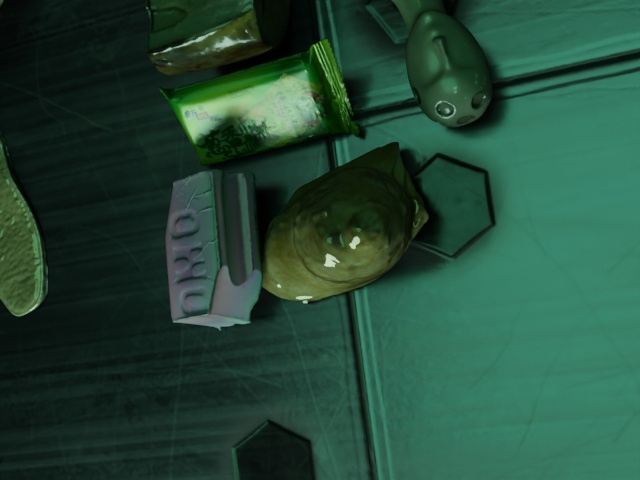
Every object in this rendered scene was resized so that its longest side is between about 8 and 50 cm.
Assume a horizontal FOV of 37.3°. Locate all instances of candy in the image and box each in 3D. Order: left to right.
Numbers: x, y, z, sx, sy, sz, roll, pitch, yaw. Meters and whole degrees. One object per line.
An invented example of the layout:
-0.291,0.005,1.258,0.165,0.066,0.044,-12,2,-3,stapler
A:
-0.058,-0.126,0.911,0.178,0.102,0.032,-11,38,18,candy

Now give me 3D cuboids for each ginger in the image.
-0.002,0.001,0.868,0.193,0.122,0.115,-32,87,26,ginger

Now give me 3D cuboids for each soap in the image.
-0.106,0.013,0.918,0.100,0.056,0.149,-10,82,51,soap

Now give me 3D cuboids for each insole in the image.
-0.361,-0.035,1.063,0.081,0.011,0.248,-27,77,19,insole

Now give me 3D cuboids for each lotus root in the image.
-0.096,-0.272,0.908,0.118,0.138,0.235,-2,85,16,lotus root

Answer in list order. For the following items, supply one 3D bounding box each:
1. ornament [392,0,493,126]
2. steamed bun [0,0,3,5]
0.104,-0.178,0.853,0.074,0.081,0.156,-18,75,5,ornament
-0.428,-0.270,1.056,0.182,0.106,0.183,-3,82,23,steamed bun
